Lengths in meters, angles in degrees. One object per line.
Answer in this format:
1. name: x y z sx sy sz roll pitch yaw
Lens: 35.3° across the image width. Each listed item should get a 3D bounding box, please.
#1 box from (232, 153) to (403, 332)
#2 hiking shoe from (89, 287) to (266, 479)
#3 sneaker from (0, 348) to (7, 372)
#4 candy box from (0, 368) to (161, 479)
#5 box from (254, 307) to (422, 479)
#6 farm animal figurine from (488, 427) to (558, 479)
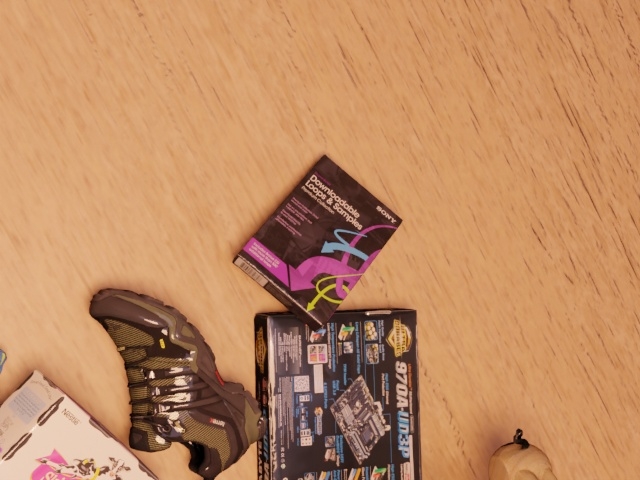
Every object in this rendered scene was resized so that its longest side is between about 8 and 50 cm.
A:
1. box: 0.000 0.000 1.065 0.116 0.029 0.162 40 61 -3
2. hiking shoe: -0.154 0.147 0.985 0.227 0.086 0.114 48 58 -14
3. sneaker: -0.365 0.181 0.906 0.126 0.091 0.240 29 77 -19
4. candy box: -0.266 0.247 0.924 0.196 0.070 0.165 -49 127 -16
5. box: 0.020 0.184 1.080 0.175 0.051 0.220 -1 88 -22
6. farm animal figurine: 0.135 0.378 1.057 0.330 0.172 0.326 -35 119 -6
